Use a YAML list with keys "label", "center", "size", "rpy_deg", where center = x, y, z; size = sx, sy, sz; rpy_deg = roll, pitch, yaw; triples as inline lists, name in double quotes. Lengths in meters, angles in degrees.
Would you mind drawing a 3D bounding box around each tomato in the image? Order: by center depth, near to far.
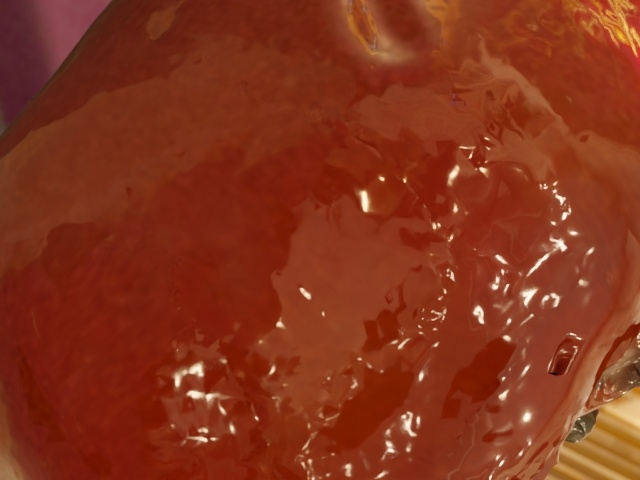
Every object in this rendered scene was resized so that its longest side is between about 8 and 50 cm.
- label: "tomato"
  center: [0.000, 0.000, 0.708]
  size: [0.341, 0.273, 0.341]
  rpy_deg: [-52, 174, -8]
